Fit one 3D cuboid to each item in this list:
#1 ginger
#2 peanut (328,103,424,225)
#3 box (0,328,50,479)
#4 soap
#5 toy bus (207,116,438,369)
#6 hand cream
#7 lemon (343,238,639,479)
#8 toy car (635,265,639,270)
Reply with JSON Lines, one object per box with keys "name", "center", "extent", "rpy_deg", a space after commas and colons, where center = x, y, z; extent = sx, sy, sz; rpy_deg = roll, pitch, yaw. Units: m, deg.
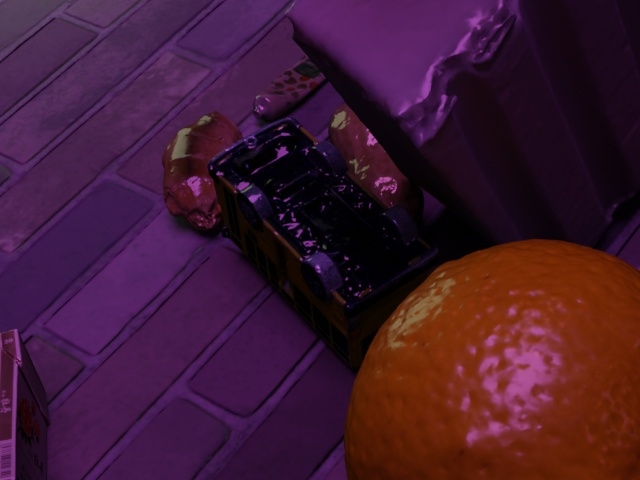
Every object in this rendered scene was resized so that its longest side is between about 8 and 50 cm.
{"name": "ginger", "center": [-0.143, -0.089, 1.647], "extent": [0.095, 0.069, 0.190], "rpy_deg": [11, 45, -9]}
{"name": "peanut", "center": [0.063, -0.086, 1.588], "extent": [0.099, 0.099, 0.214], "rpy_deg": [-11, 49, 1]}
{"name": "box", "center": [-0.300, 0.198, 1.375], "extent": [0.029, 0.109, 0.198], "rpy_deg": [-11, 46, 0]}
{"name": "soap", "center": [0.205, -0.178, 1.391], "extent": [0.213, 0.435, 0.350], "rpy_deg": [35, 84, 35]}
{"name": "toy bus", "center": [0.000, 0.000, 1.478], "extent": [0.128, 0.150, 0.262], "rpy_deg": [-31, 54, -20]}
{"name": "hand cream", "center": [-0.031, -0.203, 1.764], "extent": [0.057, 0.037, 0.165], "rpy_deg": [24, 50, 29]}
{"name": "lemon", "center": [0.179, 0.160, 1.183], "extent": [0.336, 0.336, 0.336], "rpy_deg": [-5, 46, 6]}
{"name": "toy car", "center": [0.331, 0.074, 1.372], "extent": [0.139, 0.112, 0.112], "rpy_deg": [19, 53, 25]}
